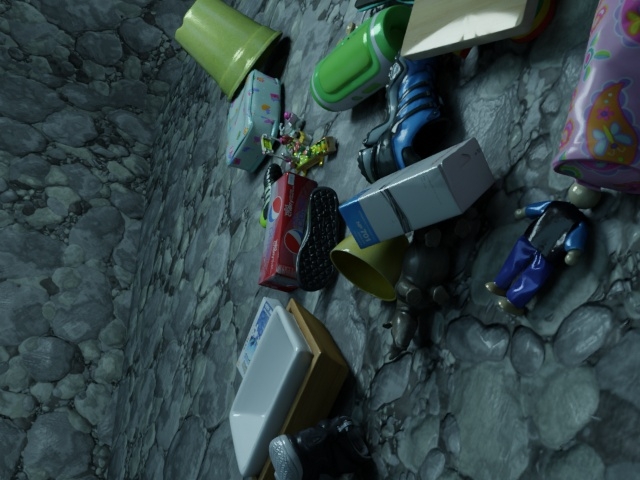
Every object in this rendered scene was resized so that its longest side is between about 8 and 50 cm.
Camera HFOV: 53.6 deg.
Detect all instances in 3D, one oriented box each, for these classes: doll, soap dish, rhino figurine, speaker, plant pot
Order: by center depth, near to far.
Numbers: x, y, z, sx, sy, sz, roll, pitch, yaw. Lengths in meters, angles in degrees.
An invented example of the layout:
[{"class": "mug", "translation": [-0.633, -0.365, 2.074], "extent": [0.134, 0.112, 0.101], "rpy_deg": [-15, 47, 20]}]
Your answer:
[{"class": "doll", "translation": [0.282, 0.001, 0.803], "extent": [0.189, 0.046, 0.129], "rpy_deg": [-59, 30, 25]}, {"class": "rhino figurine", "translation": [0.152, 0.073, 0.975], "extent": [0.106, 0.073, 0.243], "rpy_deg": [-127, 56, -82]}, {"class": "plant pot", "translation": [0.098, 0.025, 1.077], "extent": [0.095, 0.134, 0.134], "rpy_deg": [-52, 20, -20]}, {"class": "soap dish", "translation": [-0.063, 0.286, 1.190], "extent": [0.291, 0.118, 0.229], "rpy_deg": [-66, 21, 11]}, {"class": "speaker", "translation": [0.091, -0.365, 1.306], "extent": [0.296, 0.131, 0.131], "rpy_deg": [-18, 58, 60]}, {"class": "plant pot", "translation": [-0.301, -0.619, 1.977], "extent": [0.276, 0.254, 0.276], "rpy_deg": [-51, 8, 10]}]

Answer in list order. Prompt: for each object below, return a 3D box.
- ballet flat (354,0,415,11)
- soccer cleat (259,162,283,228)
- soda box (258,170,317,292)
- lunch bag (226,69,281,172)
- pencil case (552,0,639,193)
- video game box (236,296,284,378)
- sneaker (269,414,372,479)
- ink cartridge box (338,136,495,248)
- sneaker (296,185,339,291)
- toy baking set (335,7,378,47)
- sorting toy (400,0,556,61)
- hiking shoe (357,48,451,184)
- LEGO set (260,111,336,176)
[{"class": "ballet flat", "translation": [0.155, -0.542, 1.327], "extent": [0.280, 0.095, 0.096], "rpy_deg": [24, 136, 58]}, {"class": "soccer cleat", "translation": [-0.116, -0.115, 1.641], "extent": [0.072, 0.060, 0.179], "rpy_deg": [-6, 74, 51]}, {"class": "soda box", "translation": [-0.075, -0.019, 1.463], "extent": [0.092, 0.083, 0.263], "rpy_deg": [-31, 47, 53]}, {"class": "lunch bag", "translation": [-0.203, -0.354, 1.891], "extent": [0.224, 0.107, 0.279], "rpy_deg": [-51, 31, 46]}, {"class": "pencil case", "translation": [0.355, -0.198, 0.713], "extent": [0.124, 0.124, 0.284], "rpy_deg": [8, 81, 63]}, {"class": "video game box", "translation": [-0.115, 0.250, 1.414], "extent": [0.205, 0.048, 0.187], "rpy_deg": [40, 112, 62]}, {"class": "sneaker", "translation": [0.006, 0.379, 1.045], "extent": [0.269, 0.153, 0.101], "rpy_deg": [86, 158, -50]}, {"class": "ink cartridge box", "translation": [0.145, -0.070, 0.956], "extent": [0.190, 0.139, 0.082], "rpy_deg": [-20, 101, 42]}, {"class": "sneaker", "translation": [0.000, 0.000, 1.343], "extent": [0.097, 0.084, 0.235], "rpy_deg": [112, 169, -73]}, {"class": "toy baking set", "translation": [0.073, -0.453, 1.507], "extent": [0.256, 0.030, 0.197], "rpy_deg": [-3, 71, 62]}, {"class": "sorting toy", "translation": [0.273, -0.415, 1.014], "extent": [0.257, 0.089, 0.256], "rpy_deg": [7, 80, 56]}, {"class": "hiking shoe", "translation": [0.179, -0.227, 1.116], "extent": [0.132, 0.113, 0.304], "rpy_deg": [13, 77, 33]}, {"class": "LEGO set", "translation": [-0.069, -0.235, 1.558], "extent": [0.132, 0.107, 0.287], "rpy_deg": [-66, 27, 13]}]
